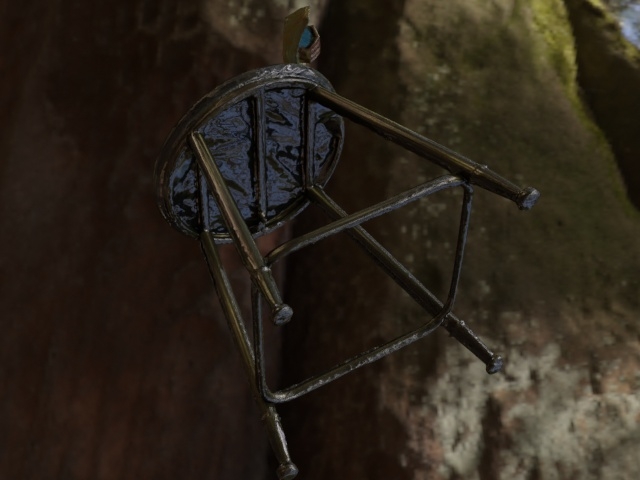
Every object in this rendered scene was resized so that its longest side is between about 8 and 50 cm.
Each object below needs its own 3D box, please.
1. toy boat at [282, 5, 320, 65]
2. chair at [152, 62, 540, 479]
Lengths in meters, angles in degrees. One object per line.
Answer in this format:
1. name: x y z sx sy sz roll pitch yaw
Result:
1. toy boat: -0.033 -0.355 2.032 0.172 0.066 0.065 90 7 -67
2. chair: 0.000 0.000 1.536 0.410 0.362 0.364 51 -24 35
